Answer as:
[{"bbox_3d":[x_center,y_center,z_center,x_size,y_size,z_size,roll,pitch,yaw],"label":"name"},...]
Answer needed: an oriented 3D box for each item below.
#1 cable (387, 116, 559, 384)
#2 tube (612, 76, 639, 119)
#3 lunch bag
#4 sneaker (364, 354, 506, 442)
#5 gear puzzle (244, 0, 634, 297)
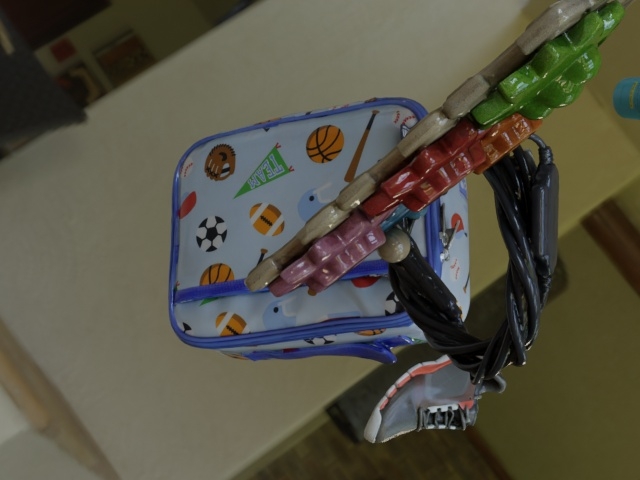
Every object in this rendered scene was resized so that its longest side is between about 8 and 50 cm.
[{"bbox_3d":[0.093,0.007,0.780,0.151,0.047,0.184,11,-73,45],"label":"cable"},{"bbox_3d":[0.439,-0.171,1.386,0.207,0.052,0.080,13,-81,63],"label":"tube"},{"bbox_3d":[0.000,0.000,1.106,0.115,0.303,0.243,34,52,-56],"label":"lunch bag"},{"bbox_3d":[0.109,0.145,1.039,0.065,0.158,0.061,45,-35,25],"label":"sneaker"},{"bbox_3d":[0.111,-0.074,0.595,0.339,0.175,0.044,-41,-95,35],"label":"gear puzzle"}]
